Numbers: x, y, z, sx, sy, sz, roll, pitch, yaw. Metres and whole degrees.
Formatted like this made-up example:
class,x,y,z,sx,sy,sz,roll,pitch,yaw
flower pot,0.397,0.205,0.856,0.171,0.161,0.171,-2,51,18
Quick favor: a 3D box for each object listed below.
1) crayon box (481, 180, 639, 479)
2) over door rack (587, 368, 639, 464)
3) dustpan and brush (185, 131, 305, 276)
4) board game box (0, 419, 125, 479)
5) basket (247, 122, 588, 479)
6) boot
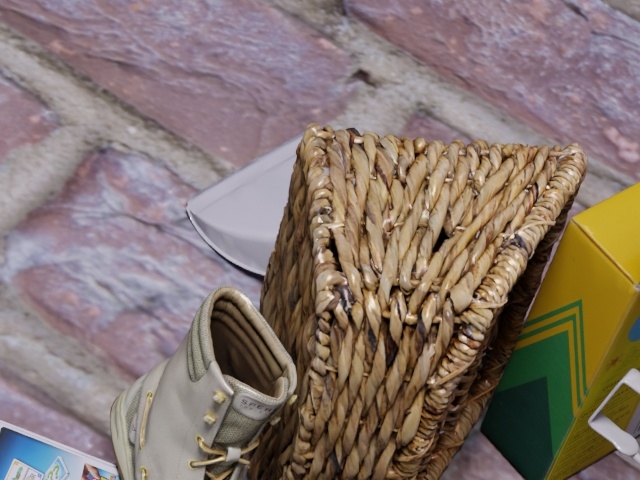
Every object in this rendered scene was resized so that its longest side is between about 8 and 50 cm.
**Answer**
class,x,y,z,sx,sy,sz,roll,pitch,yaw
crayon box,0.256,0.039,1.524,0.202,0.318,0.081,-25,60,-32
over door rack,0.252,0.282,1.406,0.324,0.108,0.239,49,38,1
dustpan and brush,0.000,0.000,1.652,0.147,0.060,0.211,-31,39,-17
board game box,-0.173,0.285,1.344,0.193,0.053,0.305,24,46,-17
basket,0.075,0.085,1.449,0.223,0.299,0.213,5,48,-12
boot,-0.070,0.156,1.360,0.077,0.165,0.213,3,54,-34
